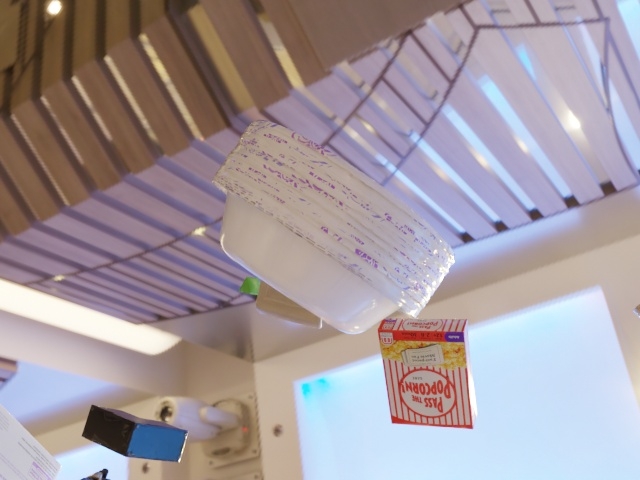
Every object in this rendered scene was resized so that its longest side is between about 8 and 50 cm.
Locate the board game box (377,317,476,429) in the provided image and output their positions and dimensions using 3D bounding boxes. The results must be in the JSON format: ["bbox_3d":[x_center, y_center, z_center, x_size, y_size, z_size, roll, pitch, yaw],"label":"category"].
[{"bbox_3d":[0.184,0.227,1.306,0.146,0.045,0.193,-2,-67,21],"label":"board game box"}]

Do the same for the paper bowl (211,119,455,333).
[{"bbox_3d":[0.000,0.000,0.879,0.284,0.284,0.148,30,-94,39],"label":"paper bowl"}]

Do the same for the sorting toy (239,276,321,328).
[{"bbox_3d":[-0.035,0.058,1.445,0.347,0.047,0.196,8,-93,46],"label":"sorting toy"}]

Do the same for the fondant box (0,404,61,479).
[{"bbox_3d":[-0.503,0.373,1.000,0.096,0.238,0.330,-14,-144,19],"label":"fondant box"}]

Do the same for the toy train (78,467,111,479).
[{"bbox_3d":[-0.175,0.236,0.532,0.027,0.036,0.158,-36,-142,42],"label":"toy train"}]

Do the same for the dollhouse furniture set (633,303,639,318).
[{"bbox_3d":[0.485,0.115,0.998,0.091,0.081,0.114,-37,-119,13],"label":"dollhouse furniture set"}]

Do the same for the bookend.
[{"bbox_3d":[-0.403,0.420,1.661,0.157,0.156,0.072,9,-102,38],"label":"bookend"}]
